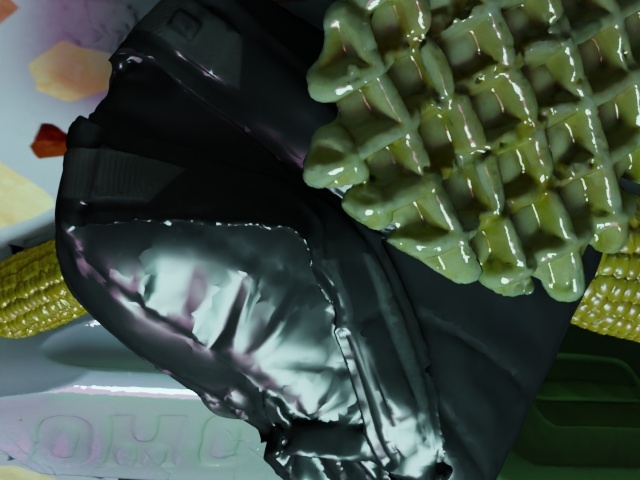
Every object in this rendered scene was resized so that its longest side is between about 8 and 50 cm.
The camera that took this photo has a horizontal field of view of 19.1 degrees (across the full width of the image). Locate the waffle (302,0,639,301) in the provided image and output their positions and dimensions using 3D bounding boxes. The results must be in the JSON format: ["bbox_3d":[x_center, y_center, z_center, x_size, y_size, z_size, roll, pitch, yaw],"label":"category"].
[{"bbox_3d":[0.135,-0.112,1.344,0.309,0.292,0.056,23,179,-29],"label":"waffle"}]

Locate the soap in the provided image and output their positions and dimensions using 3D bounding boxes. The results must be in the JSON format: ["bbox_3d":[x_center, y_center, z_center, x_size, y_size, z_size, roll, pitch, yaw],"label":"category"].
[{"bbox_3d":[-0.173,0.148,1.862,0.347,0.115,0.208,4,147,-8],"label":"soap"}]

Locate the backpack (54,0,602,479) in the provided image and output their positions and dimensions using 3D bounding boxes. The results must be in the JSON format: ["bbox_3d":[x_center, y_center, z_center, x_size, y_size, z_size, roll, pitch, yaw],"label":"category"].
[{"bbox_3d":[0.000,0.000,1.455,0.445,0.363,0.255,28,168,-23],"label":"backpack"}]

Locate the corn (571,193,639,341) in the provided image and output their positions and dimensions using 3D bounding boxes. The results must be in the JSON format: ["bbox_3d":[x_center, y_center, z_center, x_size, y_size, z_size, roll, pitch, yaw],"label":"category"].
[{"bbox_3d":[0.343,0.044,1.700,0.344,0.131,0.131,17,143,-26],"label":"corn"}]

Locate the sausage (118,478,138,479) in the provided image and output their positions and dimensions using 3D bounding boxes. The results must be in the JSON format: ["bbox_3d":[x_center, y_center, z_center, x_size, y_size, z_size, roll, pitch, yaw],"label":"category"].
[{"bbox_3d":[0.022,0.280,2.064,0.500,0.123,0.136,11,148,-17],"label":"sausage"}]

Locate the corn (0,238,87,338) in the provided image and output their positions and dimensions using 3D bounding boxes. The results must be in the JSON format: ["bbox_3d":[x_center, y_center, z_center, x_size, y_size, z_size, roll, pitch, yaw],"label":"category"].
[{"bbox_3d":[-0.220,0.028,1.707,0.238,0.080,0.080,-25,140,30],"label":"corn"}]

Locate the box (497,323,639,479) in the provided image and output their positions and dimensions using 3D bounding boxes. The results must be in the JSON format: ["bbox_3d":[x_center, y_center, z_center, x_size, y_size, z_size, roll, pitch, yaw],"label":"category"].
[{"bbox_3d":[0.205,0.197,1.751,0.328,0.253,0.178,5,130,-32],"label":"box"}]
